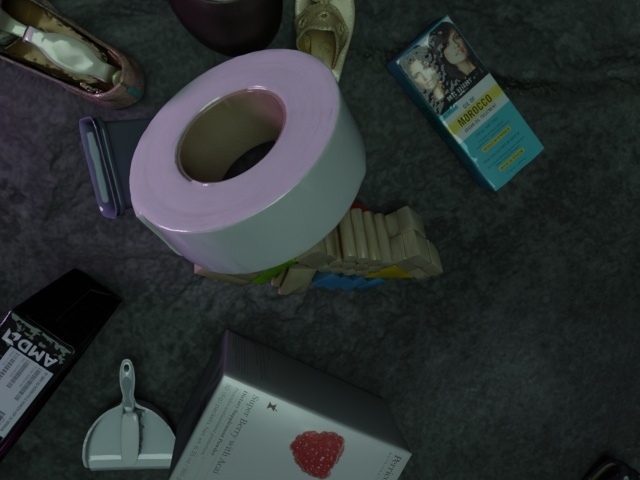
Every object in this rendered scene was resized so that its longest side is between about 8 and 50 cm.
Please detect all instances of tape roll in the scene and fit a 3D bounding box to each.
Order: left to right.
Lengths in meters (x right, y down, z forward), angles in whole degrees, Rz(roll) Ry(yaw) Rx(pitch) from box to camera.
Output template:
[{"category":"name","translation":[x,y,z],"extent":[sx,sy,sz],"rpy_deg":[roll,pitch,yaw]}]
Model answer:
[{"category":"tape roll","translation":[-0.091,-0.101,0.733],"extent":[0.286,0.286,0.100],"rpy_deg":[-35,141,0]}]

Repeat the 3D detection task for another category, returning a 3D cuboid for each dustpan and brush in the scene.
[{"category":"dustpan and brush","translation":[-0.289,0.269,0.897],"extent":[0.147,0.060,0.211],"rpy_deg":[2,102,-8]}]

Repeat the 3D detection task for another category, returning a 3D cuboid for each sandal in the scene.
[{"category":"sandal","translation":[0.005,-0.273,0.815],"extent":[0.088,0.079,0.240],"rpy_deg":[6,101,-9]}]

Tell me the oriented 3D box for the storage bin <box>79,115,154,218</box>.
[{"category":"storage bin","translation":[-0.265,-0.107,0.814],"extent":[0.091,0.098,0.135],"rpy_deg":[-17,105,-33]}]

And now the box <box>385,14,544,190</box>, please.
[{"category":"box","translation":[0.213,-0.197,0.870],"extent":[0.100,0.060,0.244],"rpy_deg":[-42,104,2]}]

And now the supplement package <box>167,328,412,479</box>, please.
[{"category":"supplement package","translation":[-0.048,0.290,0.876],"extent":[0.292,0.175,0.178],"rpy_deg":[26,96,-13]}]

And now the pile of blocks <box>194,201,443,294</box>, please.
[{"category":"pile of blocks","translation":[0.000,0.000,0.874],"extent":[0.361,0.149,0.113],"rpy_deg":[5,58,-18]}]

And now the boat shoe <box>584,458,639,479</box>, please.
[{"category":"boat shoe","translation":[0.449,0.514,1.031],"extent":[0.091,0.114,0.303],"rpy_deg":[42,82,-14]}]

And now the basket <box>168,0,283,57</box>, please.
[{"category":"basket","translation":[-0.122,-0.332,0.710],"extent":[0.154,0.227,0.204],"rpy_deg":[-31,103,-1]}]

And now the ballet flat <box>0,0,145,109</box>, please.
[{"category":"ballet flat","translation":[-0.375,-0.268,0.750],"extent":[0.315,0.106,0.108],"rpy_deg":[23,97,-12]}]

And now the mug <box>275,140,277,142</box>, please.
[{"category":"mug","translation":[-0.028,-0.129,0.851],"extent":[0.062,0.064,0.078],"rpy_deg":[-3,62,-32]}]

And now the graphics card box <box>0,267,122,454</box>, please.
[{"category":"graphics card box","translation":[-0.429,0.223,0.781],"extent":[0.094,0.233,0.371],"rpy_deg":[36,94,-9]}]
